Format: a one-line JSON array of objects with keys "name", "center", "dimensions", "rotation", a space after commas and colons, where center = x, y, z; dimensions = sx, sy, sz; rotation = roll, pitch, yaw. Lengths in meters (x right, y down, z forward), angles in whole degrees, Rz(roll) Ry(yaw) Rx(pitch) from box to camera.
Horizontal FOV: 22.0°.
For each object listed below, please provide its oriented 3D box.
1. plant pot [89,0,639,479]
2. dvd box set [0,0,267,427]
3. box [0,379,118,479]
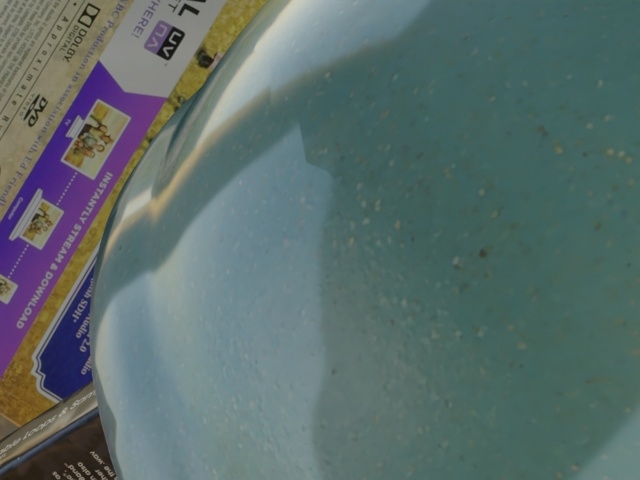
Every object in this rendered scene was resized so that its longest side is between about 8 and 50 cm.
[{"name": "plant pot", "center": [0.113, -0.006, 0.407], "dimensions": [0.196, 0.293, 0.293], "rotation": [-56, 15, 40]}, {"name": "dvd box set", "center": [0.000, 0.000, 0.797], "dimensions": [0.420, 0.062, 0.308], "rotation": [29, 87, 16]}, {"name": "box", "center": [-0.042, 0.093, 0.457], "dimensions": [0.162, 0.116, 0.029], "rotation": [-32, 17, 28]}]
